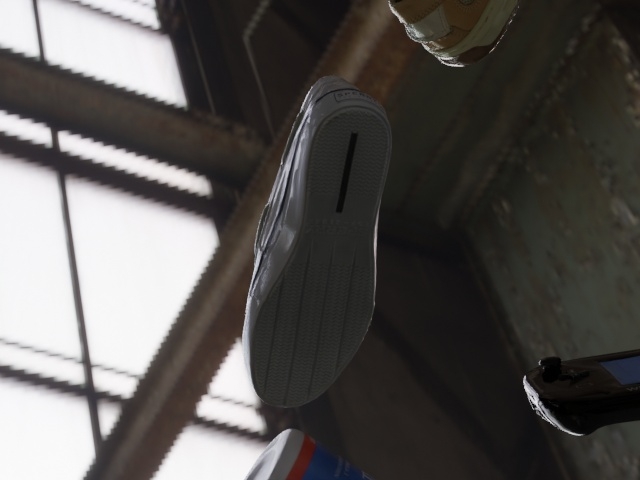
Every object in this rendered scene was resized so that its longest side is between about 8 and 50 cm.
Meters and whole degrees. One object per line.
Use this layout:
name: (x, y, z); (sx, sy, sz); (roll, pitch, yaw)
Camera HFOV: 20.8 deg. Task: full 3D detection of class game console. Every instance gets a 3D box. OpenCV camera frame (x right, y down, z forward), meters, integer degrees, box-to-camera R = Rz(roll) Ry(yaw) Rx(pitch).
game console: (0.298, 0.062, 0.976); (0.361, 0.213, 0.044); (-9, -91, -2)

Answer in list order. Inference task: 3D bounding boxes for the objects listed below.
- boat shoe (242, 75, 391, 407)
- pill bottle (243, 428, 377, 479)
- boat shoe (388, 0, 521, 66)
boat shoe: (0.000, 0.000, 1.160); (0.083, 0.076, 0.226); (11, -67, -17)
pill bottle: (0.034, 0.257, 1.389); (0.221, 0.124, 0.124); (34, -66, -7)
boat shoe: (0.092, -0.190, 0.926); (0.072, 0.068, 0.190); (33, -108, -37)
